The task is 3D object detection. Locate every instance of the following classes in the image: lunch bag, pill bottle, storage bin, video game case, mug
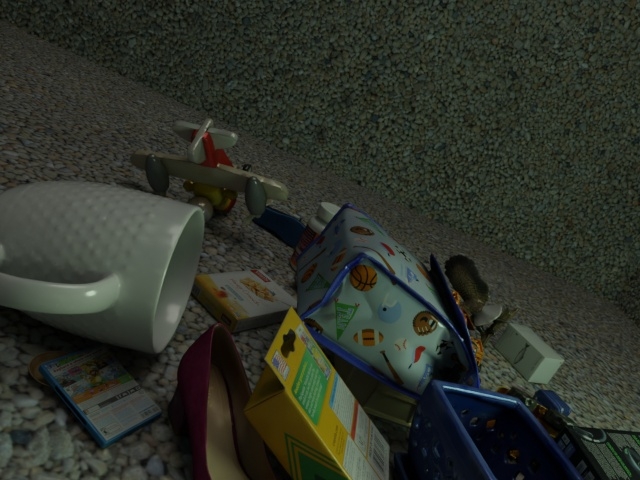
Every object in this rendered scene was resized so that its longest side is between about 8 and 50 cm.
[{"bbox_3d":[0.646,0.469,1.467,0.065,0.067,0.098,14,22,-33],"label":"lunch bag"},{"bbox_3d":[0.000,0.000,1.603,0.121,0.221,0.121,23,20,-9],"label":"pill bottle"},{"bbox_3d":[0.165,0.291,1.220,0.260,0.123,0.262,22,19,-11],"label":"storage bin"},{"bbox_3d":[-0.347,0.240,0.822,0.166,0.015,0.119,41,21,17],"label":"video game case"},{"bbox_3d":[-0.409,0.039,0.878,0.328,0.276,0.374,15,11,-2],"label":"mug"},{"bbox_3d":[0.157,0.136,1.095,0.385,0.239,0.328,39,16,-14],"label":"lunch bag"}]

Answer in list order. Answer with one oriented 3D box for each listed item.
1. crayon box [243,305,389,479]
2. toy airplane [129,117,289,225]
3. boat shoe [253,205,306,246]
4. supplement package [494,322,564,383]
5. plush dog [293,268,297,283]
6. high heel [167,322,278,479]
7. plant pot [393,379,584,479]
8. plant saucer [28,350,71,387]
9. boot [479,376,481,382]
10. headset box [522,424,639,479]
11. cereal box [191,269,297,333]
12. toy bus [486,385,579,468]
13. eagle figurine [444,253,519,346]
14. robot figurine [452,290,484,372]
[{"bbox_3d":[-0.007,0.289,0.838,0.323,0.083,0.203,57,15,-8],"label":"crayon box"},{"bbox_3d":[-0.340,-0.184,1.567,0.384,0.273,0.386,27,-18,-38],"label":"toy airplane"},{"bbox_3d":[-0.115,-0.060,1.791,0.258,0.109,0.089,36,18,18],"label":"boat shoe"},{"bbox_3d":[0.687,0.372,1.711,0.105,0.105,0.179,15,21,-30],"label":"supplement package"},{"bbox_3d":[0.060,0.127,1.412,0.211,0.262,0.225,51,24,-11],"label":"plush dog"},{"bbox_3d":[-0.117,0.298,0.750,0.127,0.181,0.377,4,29,-48],"label":"high heel"},{"bbox_3d":[0.278,0.416,0.910,0.235,0.212,0.236,18,20,-23],"label":"plant pot"},{"bbox_3d":[-0.424,0.211,0.830,0.083,0.015,0.083,25,19,-9],"label":"plant saucer"},{"bbox_3d":[0.322,0.295,1.522,0.264,0.096,0.280,29,26,-14],"label":"boot"},{"bbox_3d":[0.543,0.482,0.958,0.283,0.246,0.131,10,29,-15],"label":"headset box"},{"bbox_3d":[-0.180,0.141,1.273,0.173,0.047,0.240,37,22,28],"label":"cereal box"},{"bbox_3d":[0.505,0.447,1.255,0.220,0.149,0.211,30,6,18],"label":"toy bus"},{"bbox_3d":[0.484,0.210,1.760,0.298,0.225,0.226,45,35,18],"label":"eagle figurine"},{"bbox_3d":[0.363,0.240,1.455,0.211,0.085,0.291,26,28,-23],"label":"robot figurine"}]
